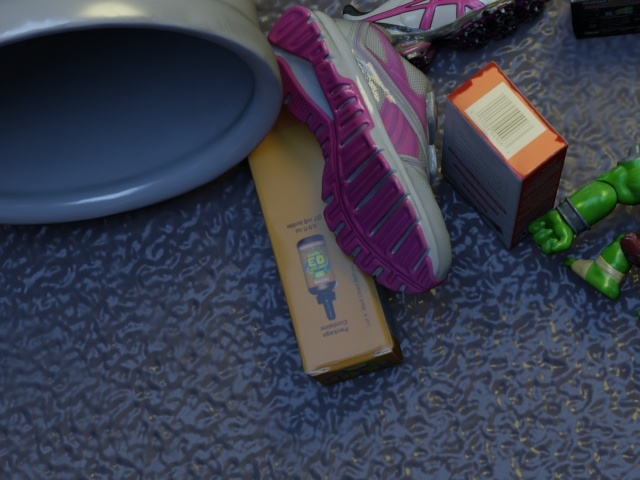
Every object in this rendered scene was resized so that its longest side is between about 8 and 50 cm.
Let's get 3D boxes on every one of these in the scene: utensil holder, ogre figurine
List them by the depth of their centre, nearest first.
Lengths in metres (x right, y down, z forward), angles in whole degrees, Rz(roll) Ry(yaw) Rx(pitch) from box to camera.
[{"bbox_3d":[0.280,0.009,1.504,0.197,0.097,0.118,38,97,26],"label":"ogre figurine"},{"bbox_3d":[-0.227,-0.252,1.517,0.327,0.327,0.385,-15,66,5],"label":"utensil holder"}]

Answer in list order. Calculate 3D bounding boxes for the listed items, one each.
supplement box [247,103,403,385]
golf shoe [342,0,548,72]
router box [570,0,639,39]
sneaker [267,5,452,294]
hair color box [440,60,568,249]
[{"bbox_3d":[0.000,0.000,1.560,0.078,0.080,0.233,-17,73,6],"label":"supplement box"},{"bbox_3d":[0.106,-0.201,1.595,0.186,0.067,0.086,-22,73,4],"label":"golf shoe"},{"bbox_3d":[0.269,-0.206,1.556,0.122,0.092,0.038,-5,76,8],"label":"router box"},{"bbox_3d":[0.055,-0.080,1.504,0.111,0.103,0.252,-14,78,-38],"label":"sneaker"},{"bbox_3d":[0.146,-0.066,1.502,0.053,0.167,0.093,-37,74,-11],"label":"hair color box"}]
